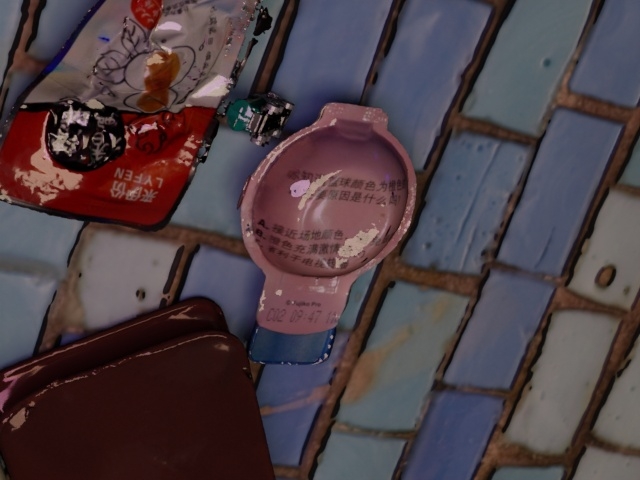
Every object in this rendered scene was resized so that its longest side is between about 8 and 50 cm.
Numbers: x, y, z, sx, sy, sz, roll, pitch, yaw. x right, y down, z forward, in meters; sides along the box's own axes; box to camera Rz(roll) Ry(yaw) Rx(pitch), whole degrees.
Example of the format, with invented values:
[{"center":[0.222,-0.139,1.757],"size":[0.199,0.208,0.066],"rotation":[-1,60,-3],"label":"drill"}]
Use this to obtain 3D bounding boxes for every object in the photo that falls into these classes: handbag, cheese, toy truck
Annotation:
[{"center":[-0.177,0.213,1.378],"size":[0.260,0.084,0.276],"rotation":[-20,122,-15],"label":"handbag"},{"center":[0.000,0.000,1.348],"size":[0.188,0.074,0.286],"rotation":[3,117,-23],"label":"cheese"},{"center":[-0.056,-0.114,1.266],"size":[0.044,0.083,0.039],"rotation":[27,106,8],"label":"toy truck"}]

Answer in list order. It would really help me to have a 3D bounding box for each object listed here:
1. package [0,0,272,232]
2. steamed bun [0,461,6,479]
[{"center":[-0.164,-0.133,1.224],"size":[0.194,0.071,0.269],"rotation":[18,119,-27],"label":"package"},{"center":[-0.353,0.231,1.257],"size":[0.152,0.170,0.239],"rotation":[-4,119,-25],"label":"steamed bun"}]
